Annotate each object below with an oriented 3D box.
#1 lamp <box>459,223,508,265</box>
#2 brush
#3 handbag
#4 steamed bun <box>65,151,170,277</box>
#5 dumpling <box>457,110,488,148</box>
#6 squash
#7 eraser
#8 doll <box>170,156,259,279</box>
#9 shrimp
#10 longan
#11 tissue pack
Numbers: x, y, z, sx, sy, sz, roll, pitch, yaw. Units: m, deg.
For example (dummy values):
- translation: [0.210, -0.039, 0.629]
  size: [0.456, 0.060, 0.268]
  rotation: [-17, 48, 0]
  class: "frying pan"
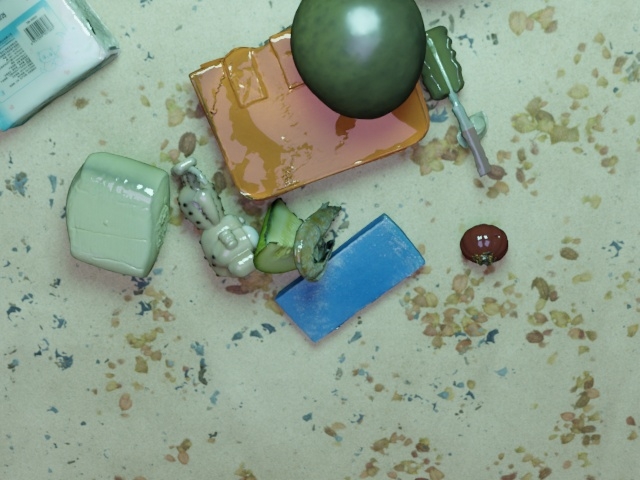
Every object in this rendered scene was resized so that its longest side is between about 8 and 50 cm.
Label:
- translation: [0.342, 0.009, 1.573]
  size: [0.101, 0.090, 0.101]
  rotation: [3, 145, 2]
  class: "lamp"
- translation: [0.259, -0.263, 1.448]
  size: [0.084, 0.071, 0.301]
  rotation: [-24, 94, 7]
  class: "brush"
- translation: [-0.017, -0.271, 1.462]
  size: [0.410, 0.116, 0.304]
  rotation: [-19, 107, 8]
  class: "handbag"
- translation: [-0.406, -0.059, 1.529]
  size: [0.200, 0.155, 0.250]
  rotation: [15, 118, -1]
  class: "steamed bun"
- translation: [0.307, -0.218, 1.501]
  size: [0.052, 0.076, 0.057]
  rotation: [-29, 112, 39]
  class: "dumpling"
- translation: [-0.069, 0.035, 1.504]
  size: [0.093, 0.252, 0.169]
  rotation: [-41, 105, 17]
  class: "squash"
- translation: [0.064, 0.083, 1.633]
  size: [0.312, 0.043, 0.144]
  rotation: [-38, 105, 15]
  class: "eraser"
- translation: [-0.214, -0.042, 1.538]
  size: [0.119, 0.154, 0.278]
  rotation: [-32, 107, -14]
  class: "doll"
- translation: [0.000, 0.000, 1.510]
  size: [0.047, 0.223, 0.126]
  rotation: [-2, 119, 26]
  class: "shrimp"
- translation: [0.062, -0.324, 1.275]
  size: [0.248, 0.248, 0.248]
  rotation: [0, 112, 1]
  class: "longan"
- translation: [-0.547, -0.363, 1.428]
  size: [0.271, 0.124, 0.201]
  rotation: [-31, 109, 14]
  class: "tissue pack"
